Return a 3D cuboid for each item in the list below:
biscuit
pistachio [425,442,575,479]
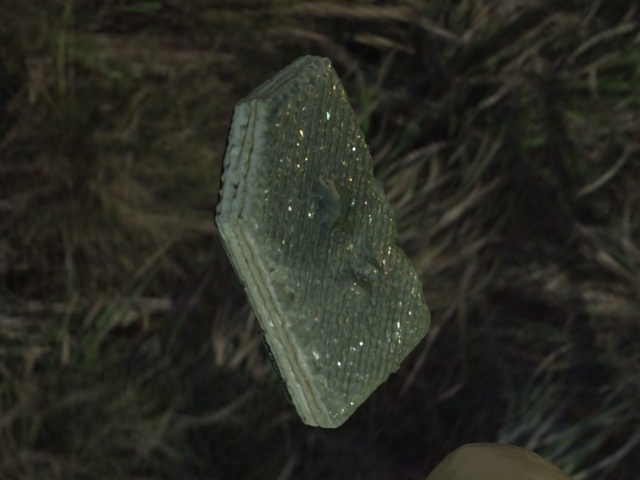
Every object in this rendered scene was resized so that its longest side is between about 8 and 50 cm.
[{"bbox_3d":[0.000,0.000,1.140,0.150,0.052,0.252,-40,117,-39],"label":"biscuit"},{"bbox_3d":[0.163,0.277,1.309,0.214,0.318,0.193,-8,107,6],"label":"pistachio"}]
